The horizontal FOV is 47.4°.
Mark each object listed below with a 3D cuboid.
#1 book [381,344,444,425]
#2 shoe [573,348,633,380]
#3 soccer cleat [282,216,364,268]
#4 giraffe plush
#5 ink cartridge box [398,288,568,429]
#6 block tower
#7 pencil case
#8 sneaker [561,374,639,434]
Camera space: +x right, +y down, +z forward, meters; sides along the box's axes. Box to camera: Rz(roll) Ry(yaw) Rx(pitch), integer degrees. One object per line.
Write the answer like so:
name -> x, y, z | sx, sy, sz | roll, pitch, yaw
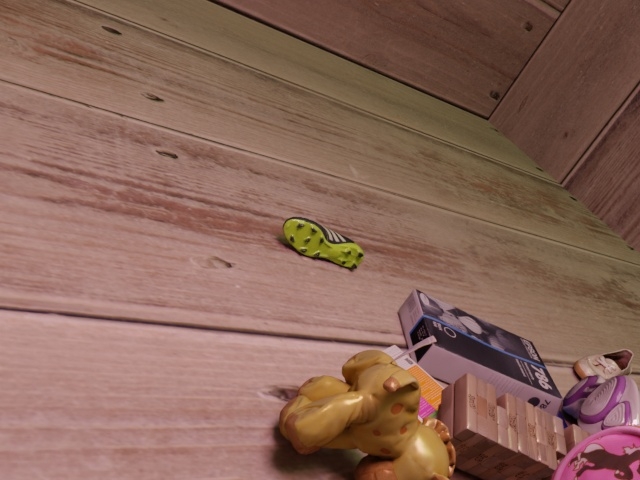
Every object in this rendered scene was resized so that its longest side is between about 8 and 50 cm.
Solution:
book -> 0.130, 0.219, 1.067 | 0.144, 0.035, 0.096 | 44, 30, 24
shoe -> 0.598, 0.260, 1.529 | 0.219, 0.058, 0.076 | 3, 37, -49
soccer cleat -> 0.000, 0.000, 1.310 | 0.179, 0.060, 0.072 | 25, 14, -32
giraffe plush -> 0.077, 0.229, 0.849 | 0.170, 0.210, 0.181 | 62, 21, -4
ink cartridge box -> 0.298, 0.208, 1.258 | 0.333, 0.065, 0.165 | 25, 24, -18
block tower -> 0.310, 0.302, 1.015 | 0.335, 0.091, 0.097 | 29, 43, -15
pencil case -> 0.414, 0.352, 0.852 | 0.167, 0.160, 0.386 | 6, -27, 45
sneaker -> 0.492, 0.298, 1.185 | 0.152, 0.114, 0.305 | 47, 5, 10
